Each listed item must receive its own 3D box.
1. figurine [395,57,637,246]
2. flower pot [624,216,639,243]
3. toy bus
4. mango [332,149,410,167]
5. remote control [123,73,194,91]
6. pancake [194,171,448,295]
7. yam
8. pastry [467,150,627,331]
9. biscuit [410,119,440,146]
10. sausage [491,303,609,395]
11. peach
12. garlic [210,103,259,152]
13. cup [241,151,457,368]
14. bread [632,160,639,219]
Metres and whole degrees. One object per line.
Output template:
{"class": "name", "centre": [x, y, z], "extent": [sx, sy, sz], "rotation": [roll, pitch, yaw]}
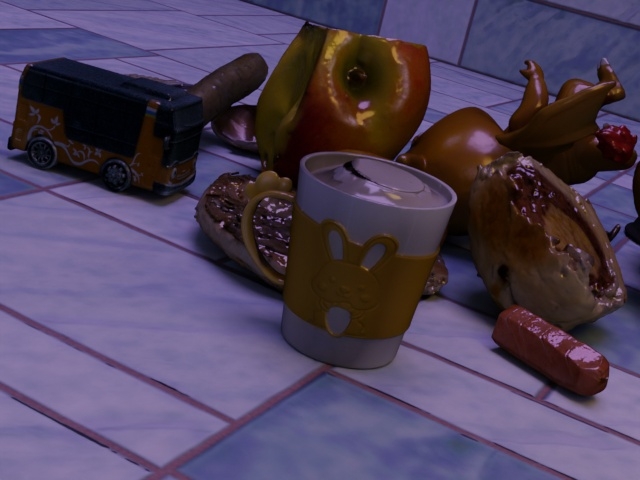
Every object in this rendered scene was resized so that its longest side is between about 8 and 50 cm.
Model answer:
{"class": "figurine", "centre": [0.316, -0.137, 1.670], "extent": [0.387, 0.401, 0.268], "rotation": [-20, 61, 2]}
{"class": "flower pot", "centre": [0.728, -0.052, 2.016], "extent": [0.235, 0.148, 0.235], "rotation": [11, 18, -4]}
{"class": "toy bus", "centre": [-0.327, -0.179, 1.611], "extent": [0.275, 0.167, 0.138], "rotation": [18, 19, 11]}
{"class": "mango", "centre": [0.083, -0.060, 1.422], "extent": [0.176, 0.119, 0.317], "rotation": [23, 16, 25]}
{"class": "remote control", "centre": [-0.320, -0.291, 2.043], "extent": [0.277, 0.055, 0.103], "rotation": [12, 16, 30]}
{"class": "pancake", "centre": [0.001, -0.001, 1.476], "extent": [0.382, 0.071, 0.382], "rotation": [15, 19, -5]}
{"class": "yam", "centre": [-0.209, -0.252, 1.884], "extent": [0.083, 0.083, 0.371], "rotation": [20, 36, 18]}
{"class": "pastry", "centre": [0.303, 0.017, 1.458], "extent": [0.237, 0.170, 0.256], "rotation": [16, 41, -51]}
{"class": "biscuit", "centre": [0.291, -0.184, 2.159], "extent": [0.205, 0.049, 0.324], "rotation": [13, 28, 1]}
{"class": "sausage", "centre": [0.294, 0.141, 1.282], "extent": [0.065, 0.065, 0.169], "rotation": [-3, 26, -41]}
{"class": "peach", "centre": [0.032, -0.209, 1.729], "extent": [0.242, 0.306, 0.380], "rotation": [15, 5, -18]}
{"class": "garlic", "centre": [-0.123, -0.216, 1.979], "extent": [0.175, 0.099, 0.124], "rotation": [14, -1, 4]}
{"class": "cup", "centre": [0.019, 0.012, 1.212], "extent": [0.241, 0.226, 0.185], "rotation": [15, 20, 7]}
{"class": "bread", "centre": [0.595, 0.020, 1.560], "extent": [0.195, 0.149, 0.344], "rotation": [34, 32, -56]}
